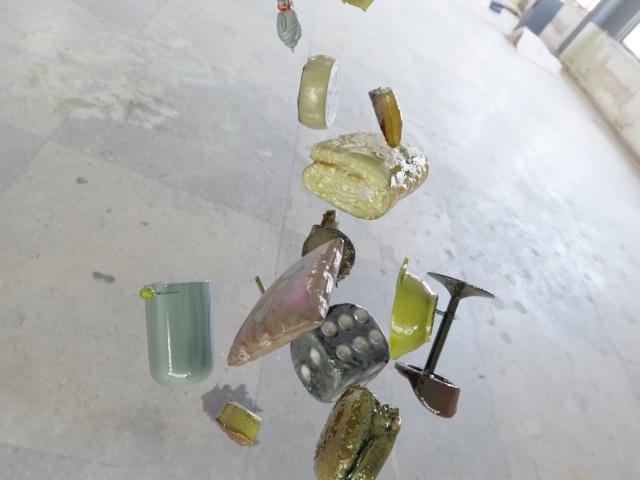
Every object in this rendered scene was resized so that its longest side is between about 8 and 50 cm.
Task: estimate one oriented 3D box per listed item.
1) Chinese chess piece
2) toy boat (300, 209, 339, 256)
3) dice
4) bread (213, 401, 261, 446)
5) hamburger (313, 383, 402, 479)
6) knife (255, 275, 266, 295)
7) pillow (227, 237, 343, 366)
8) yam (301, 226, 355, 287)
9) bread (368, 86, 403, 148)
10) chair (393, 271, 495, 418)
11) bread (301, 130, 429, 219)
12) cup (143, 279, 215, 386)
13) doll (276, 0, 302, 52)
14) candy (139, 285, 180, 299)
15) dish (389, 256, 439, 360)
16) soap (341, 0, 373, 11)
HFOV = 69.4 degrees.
[{"bbox_3d":[-0.001,-0.522,1.637,0.104,0.257,0.257,11,40,10],"label":"Chinese chess piece"},{"bbox_3d":[0.000,0.000,1.397,0.088,0.068,0.226,46,55,-42],"label":"toy boat"},{"bbox_3d":[0.044,0.271,1.124,0.182,0.183,0.181,-17,57,-35],"label":"dice"},{"bbox_3d":[-0.220,0.490,1.237,0.125,0.156,0.086,30,68,7],"label":"bread"},{"bbox_3d":[0.058,0.384,0.862,0.122,0.189,0.215,29,74,4],"label":"hamburger"},{"bbox_3d":[-0.172,0.223,1.616,0.017,0.047,0.298,9,34,-37],"label":"knife"},{"bbox_3d":[-0.055,0.112,0.823,0.084,0.236,0.223,45,35,-15],"label":"pillow"},{"bbox_3d":[0.020,0.042,1.078,0.131,0.280,0.131,0,82,0],"label":"yam"},{"bbox_3d":[0.150,-0.299,1.029,0.054,0.136,0.154,-22,79,3],"label":"bread"},{"bbox_3d":[0.374,0.321,1.450,0.226,0.226,0.401,22,84,-15],"label":"chair"},{"bbox_3d":[0.137,-0.179,1.192,0.236,0.165,0.375,25,25,19],"label":"bread"},{"bbox_3d":[-0.433,0.278,1.426,0.205,0.205,0.312,0,85,-35],"label":"cup"},{"bbox_3d":[-0.092,-0.628,1.306,0.079,0.180,0.094,7,30,24],"label":"doll"},{"bbox_3d":[-0.423,0.137,1.217,0.122,0.035,0.035,-4,46,20],"label":"candy"},{"bbox_3d":[0.188,0.140,0.908,0.080,0.208,0.149,9,4,17],"label":"dish"},{"bbox_3d":[0.146,-0.602,0.978,0.092,0.252,0.037,-11,70,-48],"label":"soap"}]
